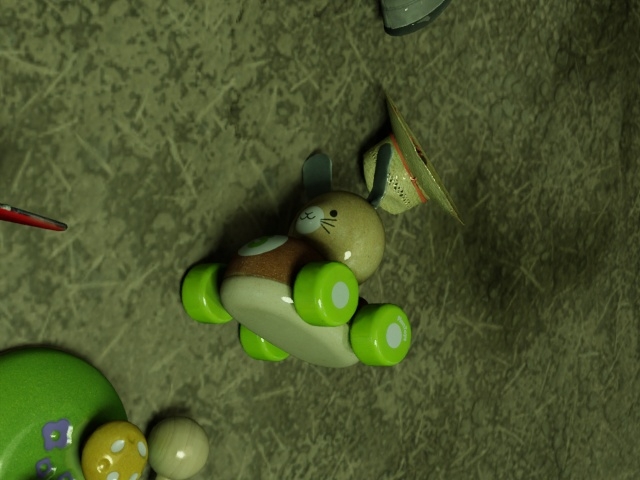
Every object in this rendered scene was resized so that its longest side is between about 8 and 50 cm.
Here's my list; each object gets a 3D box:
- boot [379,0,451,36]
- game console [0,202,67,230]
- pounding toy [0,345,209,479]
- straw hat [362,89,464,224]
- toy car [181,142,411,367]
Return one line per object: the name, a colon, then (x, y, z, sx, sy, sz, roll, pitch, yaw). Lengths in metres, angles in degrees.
boot: (0.034, -0.258, 1.152, 0.338, 0.118, 0.223, -46, 131, -24)
game console: (-0.245, -0.061, 0.885, 0.085, 0.144, 0.124, -22, 111, -41)
pounding toy: (-0.176, 0.188, 1.018, 0.237, 0.110, 0.183, 33, 74, -42)
straw hat: (0.071, -0.061, 1.246, 0.061, 0.144, 0.144, -31, 125, 7)
toy car: (0.000, 0.000, 1.139, 0.149, 0.155, 0.188, 39, 61, -41)
